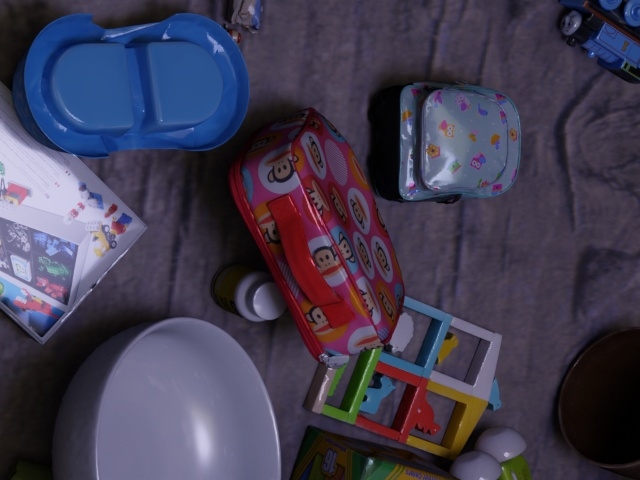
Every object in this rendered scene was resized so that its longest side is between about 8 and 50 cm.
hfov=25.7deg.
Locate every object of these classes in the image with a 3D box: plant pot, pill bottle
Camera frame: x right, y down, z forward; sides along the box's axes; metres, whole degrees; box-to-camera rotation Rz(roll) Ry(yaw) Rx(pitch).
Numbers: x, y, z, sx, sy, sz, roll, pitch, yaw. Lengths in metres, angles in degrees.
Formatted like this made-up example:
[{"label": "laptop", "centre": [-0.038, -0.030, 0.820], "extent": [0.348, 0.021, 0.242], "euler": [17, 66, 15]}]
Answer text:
[{"label": "plant pot", "centre": [0.500, 0.272, 2.059], "extent": [0.230, 0.215, 0.215], "euler": [37, 79, -40]}, {"label": "pill bottle", "centre": [-0.087, 0.067, 1.762], "extent": [0.065, 0.116, 0.065], "euler": [-3, 98, -27]}, {"label": "plant pot", "centre": [-0.340, 0.301, 1.693], "extent": [0.079, 0.083, 0.083], "euler": [29, 83, -15]}]

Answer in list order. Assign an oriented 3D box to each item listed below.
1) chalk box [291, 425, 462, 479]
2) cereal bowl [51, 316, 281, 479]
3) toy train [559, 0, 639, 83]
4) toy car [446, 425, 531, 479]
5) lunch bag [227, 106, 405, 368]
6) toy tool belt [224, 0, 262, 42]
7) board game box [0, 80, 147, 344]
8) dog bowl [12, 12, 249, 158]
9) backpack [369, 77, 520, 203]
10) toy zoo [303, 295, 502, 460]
[{"label": "chalk box", "centre": [0.050, 0.418, 1.845], "extent": [0.180, 0.179, 0.288], "euler": [18, 88, -27]}, {"label": "cereal bowl", "centre": [-0.200, 0.262, 1.683], "extent": [0.339, 0.141, 0.338], "euler": [20, 66, -53]}, {"label": "toy train", "centre": [0.418, -0.300, 1.996], "extent": [0.184, 0.080, 0.105], "euler": [26, 91, -28]}, {"label": "toy car", "centre": [0.222, 0.356, 1.947], "extent": [0.182, 0.136, 0.159], "euler": [-32, 105, -52]}, {"label": "lunch bag", "centre": [0.000, 0.000, 1.717], "extent": [0.120, 0.258, 0.293], "euler": [-21, 106, 16]}, {"label": "toy tool belt", "centre": [-0.089, -0.283, 1.752], "extent": [0.051, 0.052, 0.083], "euler": [5, 95, -19]}, {"label": "board game box", "centre": [-0.373, -0.049, 1.636], "extent": [0.193, 0.053, 0.305], "euler": [-49, 115, -14]}, {"label": "dog bowl", "centre": [-0.226, -0.179, 1.654], "extent": [0.297, 0.074, 0.165], "euler": [-8, 91, -36]}, {"label": "backpack", "centre": [0.177, -0.131, 1.860], "extent": [0.188, 0.144, 0.165], "euler": [-2, 92, -30]}, {"label": "toy zoo", "centre": [0.135, 0.186, 1.941], "extent": [0.293, 0.030, 0.192], "euler": [23, 86, -27]}]
